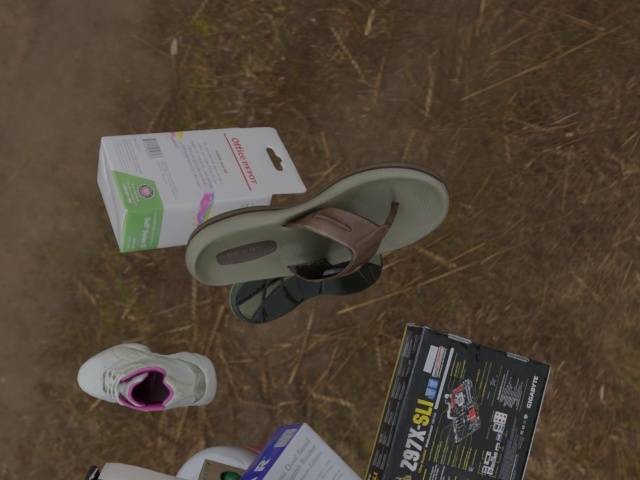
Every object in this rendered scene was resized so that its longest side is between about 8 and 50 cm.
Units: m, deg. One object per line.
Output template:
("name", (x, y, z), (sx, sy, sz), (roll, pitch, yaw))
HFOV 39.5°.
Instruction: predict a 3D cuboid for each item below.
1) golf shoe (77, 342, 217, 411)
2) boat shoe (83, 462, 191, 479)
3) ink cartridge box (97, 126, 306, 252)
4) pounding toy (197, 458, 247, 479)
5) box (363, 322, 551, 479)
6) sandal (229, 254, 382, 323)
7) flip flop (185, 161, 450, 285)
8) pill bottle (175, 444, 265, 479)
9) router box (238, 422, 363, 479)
("golf shoe", (-0.343, 0.254, 1.634), (0.306, 0.140, 0.115), (-4, 92, 28))
("boat shoe", (-0.116, 0.355, 0.967), (0.340, 0.158, 0.127), (6, 135, 9))
("ink cartridge box", (-0.228, -0.105, 1.709), (0.119, 0.353, 0.207), (109, 145, -44))
("pounding toy", (-0.154, 0.444, 1.568), (0.130, 0.100, 0.141), (17, 108, -8))
("box", (0.224, 0.325, 1.479), (0.257, 0.079, 0.322), (18, 83, -18))
("sandal", (-0.027, 0.053, 1.542), (0.086, 0.302, 0.120), (6, 111, 64))
("flip flop", (0.000, 0.000, 0.902), (0.276, 0.080, 0.112), (-14, 130, -3))
("pill bottle", (-0.115, 0.543, 1.858), (0.228, 0.407, 0.229), (-6, 76, 25))
("router box", (-0.034, 0.483, 1.250), (0.301, 0.335, 0.082), (47, 149, -12))
